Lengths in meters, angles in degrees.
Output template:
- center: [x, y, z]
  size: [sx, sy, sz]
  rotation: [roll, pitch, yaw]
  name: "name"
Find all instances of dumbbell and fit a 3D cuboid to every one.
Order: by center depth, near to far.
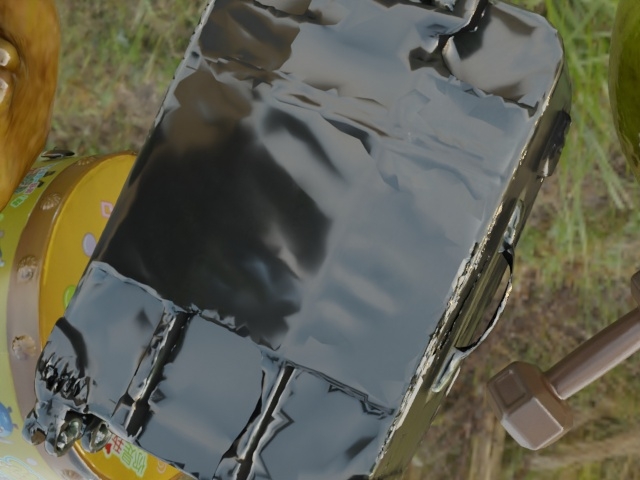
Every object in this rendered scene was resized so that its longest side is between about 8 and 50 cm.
- center: [0.266, 0.109, 1.080]
  size: [0.231, 0.092, 0.082]
  rotation: [-38, 131, 14]
  name: "dumbbell"

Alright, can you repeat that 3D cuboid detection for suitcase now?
- center: [0.000, 0.000, 0.818]
  size: [0.283, 0.434, 0.194]
  rotation: [24, -179, 16]
  name: "suitcase"

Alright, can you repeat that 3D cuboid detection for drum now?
- center: [-0.299, 0.100, 1.389]
  size: [0.214, 0.431, 0.431]
  rotation: [-5, 140, 25]
  name: "drum"

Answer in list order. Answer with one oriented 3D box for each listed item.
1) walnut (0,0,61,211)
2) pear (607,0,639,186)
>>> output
- center: [-0.238, -0.086, 0.585]
  size: [0.336, 0.209, 0.209]
  rotation: [11, 153, 50]
  name: "walnut"
- center: [0.348, -0.152, 0.802]
  size: [0.269, 0.269, 0.321]
  rotation: [20, 114, -7]
  name: "pear"
